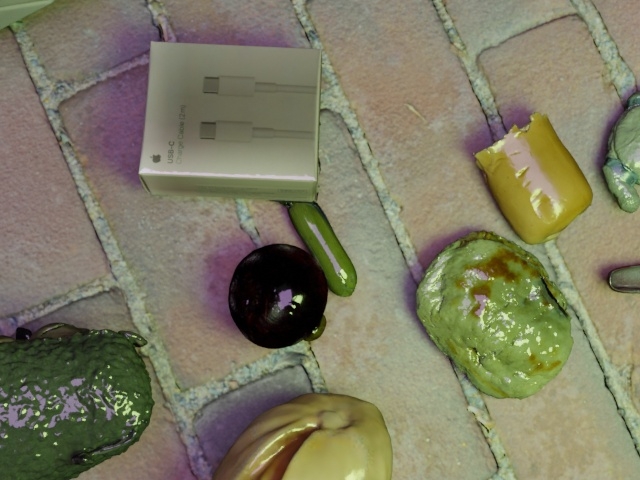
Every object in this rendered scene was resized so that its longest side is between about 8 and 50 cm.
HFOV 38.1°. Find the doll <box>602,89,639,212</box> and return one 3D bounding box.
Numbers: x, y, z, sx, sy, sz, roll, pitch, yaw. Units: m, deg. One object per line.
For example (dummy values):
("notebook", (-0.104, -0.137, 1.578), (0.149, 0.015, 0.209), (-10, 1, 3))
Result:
("doll", (0.482, -0.144, 1.379), (0.103, 0.071, 0.214), (25, 80, -2))

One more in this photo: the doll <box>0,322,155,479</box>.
("doll", (-0.394, 0.219, 1.229), (0.349, 0.247, 0.248), (-11, 85, -1))

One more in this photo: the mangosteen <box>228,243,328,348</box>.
("mangosteen", (-0.052, 0.080, 1.305), (0.152, 0.152, 0.153), (0, 85, -3))

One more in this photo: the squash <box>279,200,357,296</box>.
("squash", (0.000, 0.000, 1.355), (0.052, 0.052, 0.183), (-28, 84, -5))

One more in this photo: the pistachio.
("pistachio", (-0.026, 0.342, 1.245), (0.229, 0.230, 0.309), (33, 88, 0))

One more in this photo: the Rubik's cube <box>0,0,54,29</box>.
("Rubik's cube", (-0.529, -0.453, 1.200), (0.321, 0.319, 0.316), (-24, 86, 12))

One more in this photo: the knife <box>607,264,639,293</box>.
("knife", (0.555, 0.063, 1.374), (0.277, 0.053, 0.124), (-1, 89, -2))

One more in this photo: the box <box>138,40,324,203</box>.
("box", (-0.122, -0.168, 1.322), (0.251, 0.106, 0.203), (3, 76, 0))

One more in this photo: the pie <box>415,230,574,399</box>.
("pie", (0.260, 0.102, 1.337), (0.201, 0.090, 0.248), (-43, 92, -9))

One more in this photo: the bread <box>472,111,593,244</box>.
("bread", (0.317, -0.088, 1.359), (0.134, 0.085, 0.173), (-34, 87, -5))
